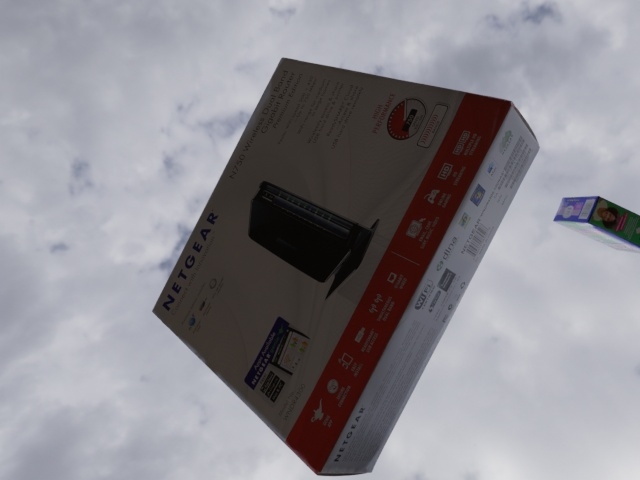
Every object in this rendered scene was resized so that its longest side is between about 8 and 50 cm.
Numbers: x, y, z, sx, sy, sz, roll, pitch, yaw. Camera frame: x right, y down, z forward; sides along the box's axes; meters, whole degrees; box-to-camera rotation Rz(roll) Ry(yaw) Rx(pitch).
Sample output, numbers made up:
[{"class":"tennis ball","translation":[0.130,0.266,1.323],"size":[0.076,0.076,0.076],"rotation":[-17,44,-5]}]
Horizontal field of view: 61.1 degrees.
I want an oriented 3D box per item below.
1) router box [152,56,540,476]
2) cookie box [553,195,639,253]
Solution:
[{"class":"router box","translation":[0.000,0.000,0.551],"size":[0.301,0.082,0.336],"rotation":[27,-90,42]},{"class":"cookie box","translation":[0.385,-0.020,0.724],"size":[0.107,0.092,0.040],"rotation":[23,-88,-4]}]
